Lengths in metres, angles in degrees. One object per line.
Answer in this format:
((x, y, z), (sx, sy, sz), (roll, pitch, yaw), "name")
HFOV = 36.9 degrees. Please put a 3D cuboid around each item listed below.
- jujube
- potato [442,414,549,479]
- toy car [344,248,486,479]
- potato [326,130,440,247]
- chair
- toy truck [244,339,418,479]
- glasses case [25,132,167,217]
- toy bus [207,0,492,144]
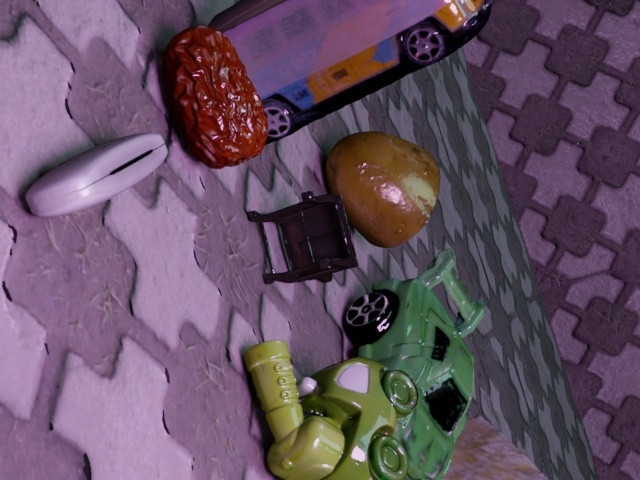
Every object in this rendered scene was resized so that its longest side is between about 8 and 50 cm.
((-0.133, -0.174, 1.172), (0.112, 0.109, 0.176), (144, -77, -78), "jujube")
((0.226, 0.441, 1.577), (0.264, 0.211, 0.189), (-8, 122, -36), "potato")
((0.148, 0.198, 1.456), (0.213, 0.176, 0.358), (57, 27, -32), "toy car")
((0.084, -0.103, 1.575), (0.158, 0.178, 0.203), (33, 56, -35), "potato")
((0.000, 0.000, 1.351), (0.229, 0.113, 0.106), (0, 75, -64), "chair")
((0.003, 0.223, 1.151), (0.211, 0.148, 0.187), (20, 52, -35), "toy truck")
((-0.211, -0.066, 0.925), (0.193, 0.074, 0.049), (-52, 124, -64), "glasses case")
((0.017, -0.280, 1.238), (0.162, 0.386, 0.171), (54, 27, -29), "toy bus")
